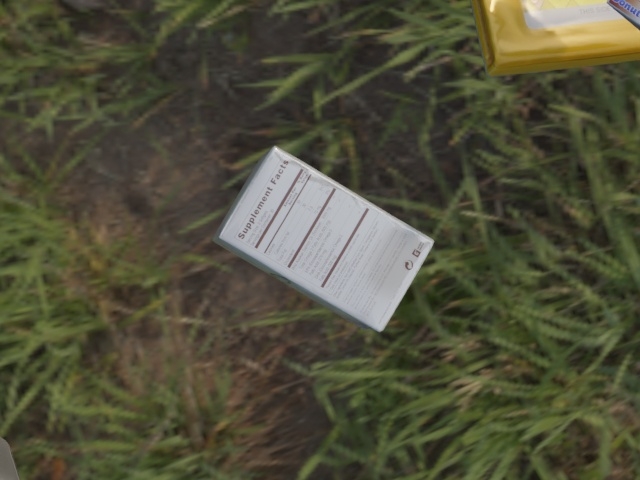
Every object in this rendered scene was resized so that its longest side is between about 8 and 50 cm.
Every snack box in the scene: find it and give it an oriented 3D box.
[{"bbox_3d":[0.336,-0.214,1.639,0.064,0.178,0.022,40,102,19],"label":"snack box"}]

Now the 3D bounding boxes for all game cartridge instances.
[{"bbox_3d":[0.314,-0.338,1.830,0.324,0.052,0.285,-9,79,-12],"label":"game cartridge"}]

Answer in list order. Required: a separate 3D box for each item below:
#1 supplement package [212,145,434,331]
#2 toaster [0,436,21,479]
[{"bbox_3d":[0.000,0.000,1.567,0.179,0.105,0.105,31,85,-5],"label":"supplement package"},{"bbox_3d":[-0.228,0.144,0.659,0.186,0.110,0.168,18,93,-12],"label":"toaster"}]
